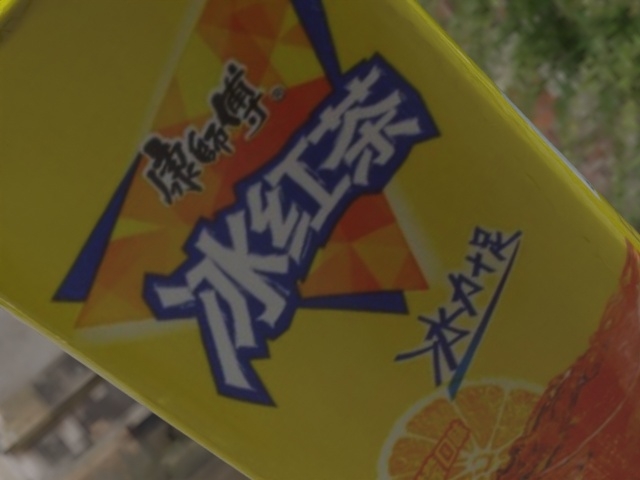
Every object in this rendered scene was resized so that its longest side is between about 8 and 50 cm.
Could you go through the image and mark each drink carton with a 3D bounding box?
[{"bbox_3d":[0.000,0.000,0.594,0.154,0.351,0.111,-48,39,1],"label":"drink carton"}]
